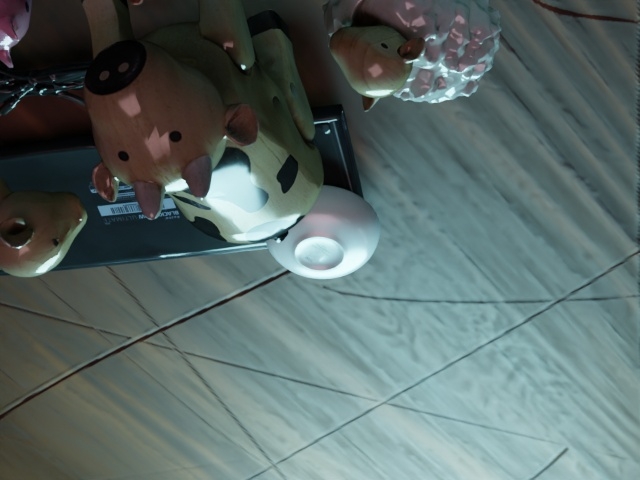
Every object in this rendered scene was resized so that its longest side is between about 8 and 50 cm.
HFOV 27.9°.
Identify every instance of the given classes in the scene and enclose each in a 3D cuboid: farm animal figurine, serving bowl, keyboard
[{"bbox_3d":[-0.100,-0.069,0.679,0.330,0.172,0.327,-26,155,28],"label":"farm animal figurine"},{"bbox_3d":[0.000,0.000,0.904,0.083,0.027,0.083,3,137,3],"label":"serving bowl"},{"bbox_3d":[-0.137,-0.060,0.895,0.317,0.033,0.201,-6,135,10],"label":"keyboard"}]
